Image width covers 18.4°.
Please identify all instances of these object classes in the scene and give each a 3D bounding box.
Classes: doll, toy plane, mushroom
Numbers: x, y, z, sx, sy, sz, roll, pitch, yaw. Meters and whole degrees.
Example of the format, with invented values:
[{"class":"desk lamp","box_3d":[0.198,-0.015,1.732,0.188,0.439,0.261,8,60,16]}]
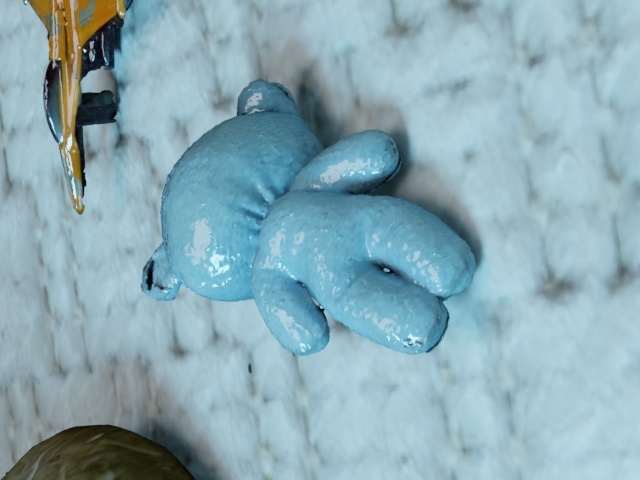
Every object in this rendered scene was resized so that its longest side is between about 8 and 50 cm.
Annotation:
[{"class":"doll","box_3d":[0.001,0.002,0.900,0.180,0.075,0.120,26,79,34]},{"class":"toy plane","box_3d":[-0.136,-0.111,1.119,0.135,0.062,0.188,16,122,57]},{"class":"mushroom","box_3d":[-0.121,0.180,1.088,0.285,0.156,0.151,7,73,57]}]
